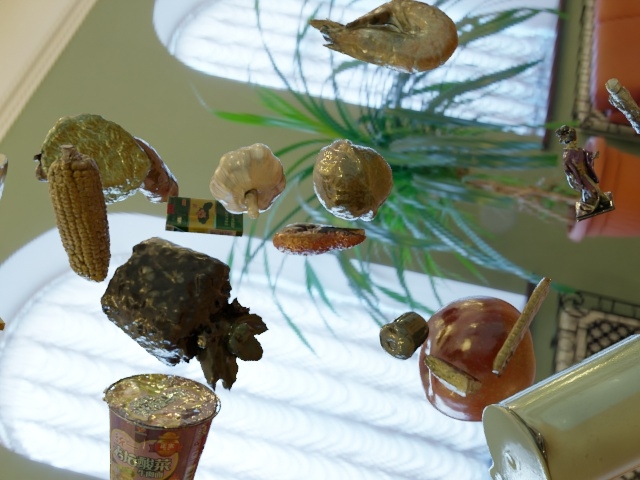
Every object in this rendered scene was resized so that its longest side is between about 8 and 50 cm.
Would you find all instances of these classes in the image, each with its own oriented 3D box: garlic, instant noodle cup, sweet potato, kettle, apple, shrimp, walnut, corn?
[{"bbox_3d":[-0.167,-0.125,2.031,0.226,0.199,0.199,-113,24,-51],"label":"garlic"},{"bbox_3d":[-0.476,0.573,2.345,0.340,0.340,0.266,-51,-26,-73],"label":"instant noodle cup"},{"bbox_3d":[-0.542,-0.222,2.491,0.336,0.131,0.131,64,-142,-67],"label":"sweet potato"},{"bbox_3d":[0.453,0.314,1.404,0.205,0.318,0.265,69,164,-5],"label":"kettle"},{"bbox_3d":[0.411,0.318,2.157,0.348,0.277,0.348,176,90,-87],"label":"apple"},{"bbox_3d":[0.128,-0.433,1.656,0.077,0.317,0.168,74,-143,-65],"label":"shrimp"},{"bbox_3d":[0.093,-0.181,2.464,0.283,0.227,0.283,58,162,32],"label":"walnut"},{"bbox_3d":[-0.529,-0.056,1.783,0.119,0.119,0.321,-59,-34,-67],"label":"corn"}]

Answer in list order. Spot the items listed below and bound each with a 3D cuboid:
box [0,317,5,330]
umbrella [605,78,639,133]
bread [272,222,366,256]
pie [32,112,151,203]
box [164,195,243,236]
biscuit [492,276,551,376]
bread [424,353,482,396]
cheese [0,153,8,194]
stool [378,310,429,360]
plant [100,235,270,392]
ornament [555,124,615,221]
[{"bbox_3d":[-0.811,0.175,1.845,0.156,0.089,0.022,13,-83,-42],"label":"box"},{"bbox_3d":[0.734,-0.318,1.931,0.188,0.050,0.046,35,-142,-37],"label":"umbrella"},{"bbox_3d":[-0.004,0.002,2.259,0.139,0.269,0.095,-62,-26,-75],"label":"bread"},{"bbox_3d":[-0.590,-0.210,2.102,0.257,0.274,0.105,-52,25,28],"label":"pie"},{"bbox_3d":[-0.355,-0.074,2.473,0.034,0.235,0.132,105,165,-44],"label":"box"},{"bbox_3d":[0.469,0.206,1.894,0.254,0.029,0.172,-60,-17,-3],"label":"biscuit"},{"bbox_3d":[0.297,0.308,1.854,0.054,0.136,0.154,-57,-21,-1],"label":"bread"},{"bbox_3d":[-0.670,-0.033,1.498,0.242,0.124,0.265,29,104,64],"label":"cheese"},{"bbox_3d":[0.195,0.218,1.866,0.110,0.096,0.096,-32,-41,-46],"label":"stool"},{"bbox_3d":[-0.250,0.145,1.581,0.215,0.312,0.213,-51,-18,-25],"label":"plant"},{"bbox_3d":[0.548,-0.149,1.671,0.088,0.081,0.203,-65,-43,-59],"label":"ornament"}]
